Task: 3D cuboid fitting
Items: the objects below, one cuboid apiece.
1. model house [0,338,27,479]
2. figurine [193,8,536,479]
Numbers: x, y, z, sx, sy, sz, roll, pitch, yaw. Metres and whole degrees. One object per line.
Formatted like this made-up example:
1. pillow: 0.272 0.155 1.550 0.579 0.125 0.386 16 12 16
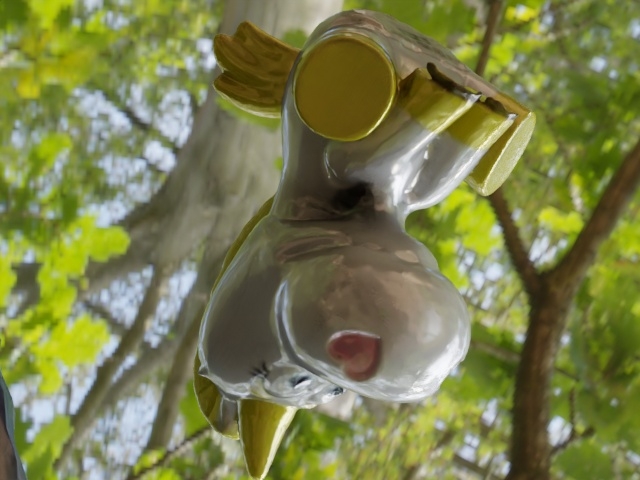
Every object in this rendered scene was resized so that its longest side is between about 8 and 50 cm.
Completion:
1. model house: -0.365 0.117 0.552 0.445 0.395 0.400 43 -140 -14
2. figurine: 0.005 0.003 0.586 0.109 0.130 0.178 10 -91 -46
